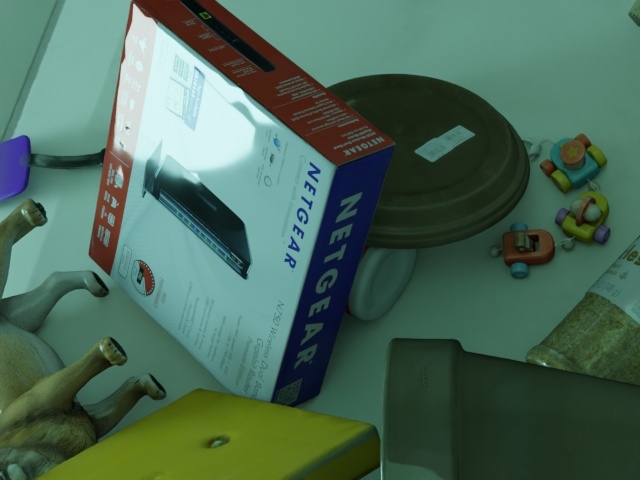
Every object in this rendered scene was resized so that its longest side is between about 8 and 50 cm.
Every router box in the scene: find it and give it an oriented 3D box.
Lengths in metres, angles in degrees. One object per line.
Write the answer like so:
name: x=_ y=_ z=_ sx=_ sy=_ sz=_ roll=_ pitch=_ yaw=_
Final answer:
router box: x=-0.092 y=-0.038 z=1.718 sx=0.082 sy=0.335 sz=0.301 roll=-23 pitch=51 yaw=-39

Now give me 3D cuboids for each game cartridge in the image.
game cartridge: x=-0.147 y=0.241 z=1.590 sx=0.323 sy=0.053 sz=0.285 roll=-29 pitch=21 yaw=-35

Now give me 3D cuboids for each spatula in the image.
spatula: x=-0.275 y=-0.094 z=1.961 sx=0.296 sy=0.030 sz=0.084 roll=-9 pitch=60 yaw=12

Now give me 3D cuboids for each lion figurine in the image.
lion figurine: x=-0.321 y=0.142 z=1.815 sx=0.240 sy=0.142 sz=0.392 roll=-37 pitch=46 yaw=4

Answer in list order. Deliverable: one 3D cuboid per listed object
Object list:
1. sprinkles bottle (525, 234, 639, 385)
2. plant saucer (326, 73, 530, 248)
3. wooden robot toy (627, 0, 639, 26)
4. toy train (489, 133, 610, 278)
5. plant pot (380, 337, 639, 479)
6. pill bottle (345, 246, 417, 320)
sprinkles bottle: x=0.358 y=0.028 z=1.667 sx=0.121 sy=0.121 sz=0.355 roll=39 pitch=80 yaw=28
plant saucer: x=0.081 y=-0.093 z=1.786 sx=0.277 sy=0.041 sz=0.278 roll=1 pitch=40 yaw=0
wooden robot toy: x=0.389 y=-0.198 z=1.805 sx=0.173 sy=0.076 sz=0.079 roll=33 pitch=87 yaw=27
toy train: x=0.238 y=-0.045 z=1.781 sx=0.125 sy=0.046 sz=0.166 roll=-1 pitch=64 yaw=15
plant pot: x=0.206 y=0.238 z=1.502 sx=0.280 sy=0.323 sz=0.323 roll=-4 pitch=63 yaw=8
pill bottle: x=0.000 y=0.000 z=1.791 sx=0.180 sy=0.108 sz=0.108 roll=28 pitch=74 yaw=26
